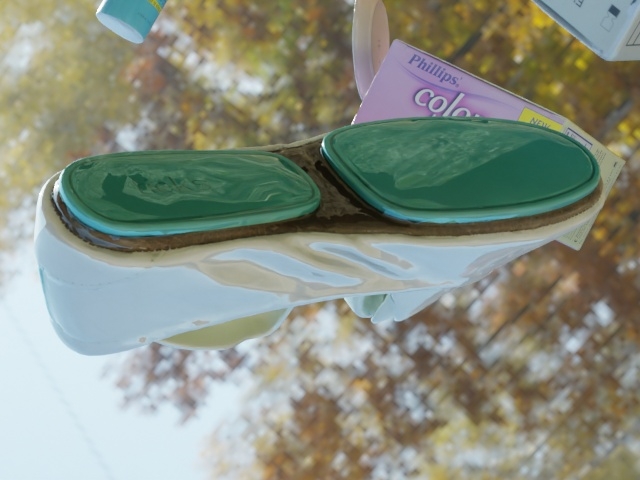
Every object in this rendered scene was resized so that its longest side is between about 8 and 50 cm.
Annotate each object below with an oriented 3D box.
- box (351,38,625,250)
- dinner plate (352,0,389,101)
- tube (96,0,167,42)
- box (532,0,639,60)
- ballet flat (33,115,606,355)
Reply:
[{"bbox_3d":[0.185,-0.099,1.755,0.213,0.117,0.243,29,-176,25],"label":"box"},{"bbox_3d":[0.059,-0.218,1.789,0.017,0.141,0.141,2,-165,15],"label":"dinner plate"},{"bbox_3d":[-0.146,-0.292,1.578,0.052,0.207,0.080,22,168,28],"label":"tube"},{"bbox_3d":[0.249,-0.216,1.085,0.232,0.149,0.127,-8,-135,-45],"label":"box"},{"bbox_3d":[0.000,0.000,1.055,0.400,0.139,0.139,-7,-135,-29],"label":"ballet flat"}]
